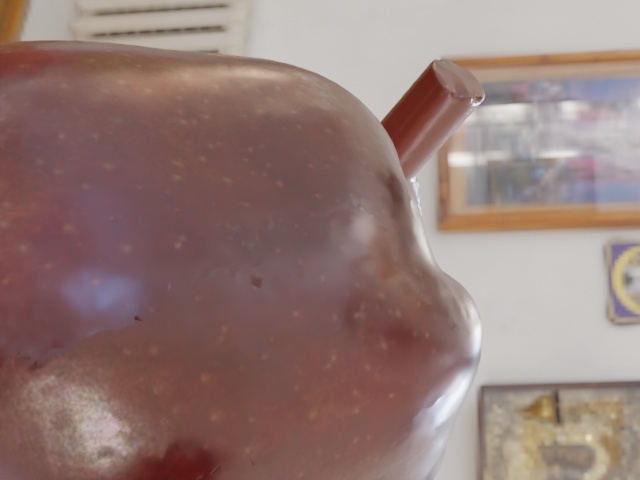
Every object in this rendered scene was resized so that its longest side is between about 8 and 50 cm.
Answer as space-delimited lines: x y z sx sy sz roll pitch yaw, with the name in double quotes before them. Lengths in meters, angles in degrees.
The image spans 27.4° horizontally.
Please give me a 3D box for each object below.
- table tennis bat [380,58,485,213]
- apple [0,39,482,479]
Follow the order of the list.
"table tennis bat" 0.000 0.000 1.160 0.268 0.415 0.051 -8 56 -49
"apple" -0.098 0.052 0.594 0.288 0.316 0.288 46 -37 50
